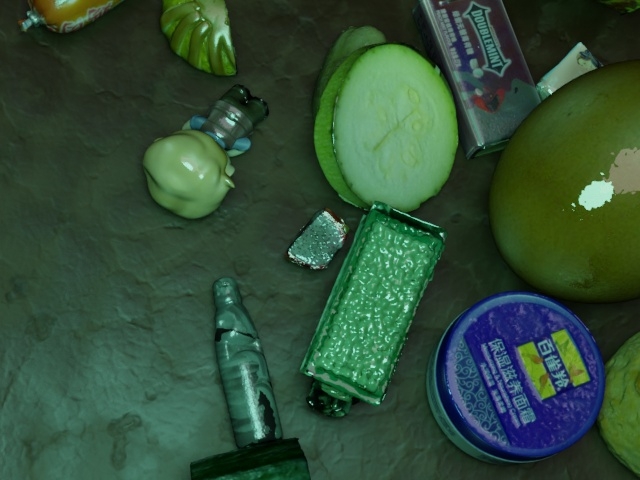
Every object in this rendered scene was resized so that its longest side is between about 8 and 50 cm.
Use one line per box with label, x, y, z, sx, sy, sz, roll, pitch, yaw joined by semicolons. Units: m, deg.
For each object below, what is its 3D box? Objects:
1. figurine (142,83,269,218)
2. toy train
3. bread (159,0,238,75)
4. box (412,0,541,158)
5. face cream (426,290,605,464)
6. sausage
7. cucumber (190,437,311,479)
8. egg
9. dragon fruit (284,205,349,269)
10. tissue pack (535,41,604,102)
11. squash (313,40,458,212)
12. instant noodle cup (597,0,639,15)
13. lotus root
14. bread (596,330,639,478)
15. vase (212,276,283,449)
figurine;-0.144;-0.117;1.543;0.114;0.108;0.196;38;54;-8
toy train;0.064;0.085;1.480;0.115;0.154;0.269;25;72;-4
bread;-0.163;-0.289;1.593;0.094;0.083;0.157;-8;77;1
box;0.215;-0.230;1.637;0.120;0.069;0.224;-18;79;-14
face cream;0.236;0.172;1.506;0.206;0.111;0.206;3;74;-10
sausage;-0.263;-0.363;1.586;0.312;0.093;0.093;-40;84;-17
cucumber;-0.066;0.323;1.384;0.130;0.191;0.191;-13;77;-4
egg;0.370;-0.070;1.505;0.351;0.282;0.282;-32;82;-18
dragon fruit;0.000;0.000;1.545;0.056;0.060;0.083;37;99;-5
tissue pack;0.338;-0.207;1.656;0.074;0.059;0.094;45;73;1
squash;0.088;-0.142;1.555;0.219;0.041;0.219;-2;93;-38
instant noodle cup;0.362;-0.468;1.615;0.266;0.340;0.340;31;72;-11
lotus root;0.034;-0.198;1.588;0.077;0.090;0.183;29;71;-31
bread;0.474;0.206;1.524;0.244;0.134;0.244;2;77;-7
vase;-0.096;0.146;1.486;0.060;0.060;0.211;-11;76;-12
